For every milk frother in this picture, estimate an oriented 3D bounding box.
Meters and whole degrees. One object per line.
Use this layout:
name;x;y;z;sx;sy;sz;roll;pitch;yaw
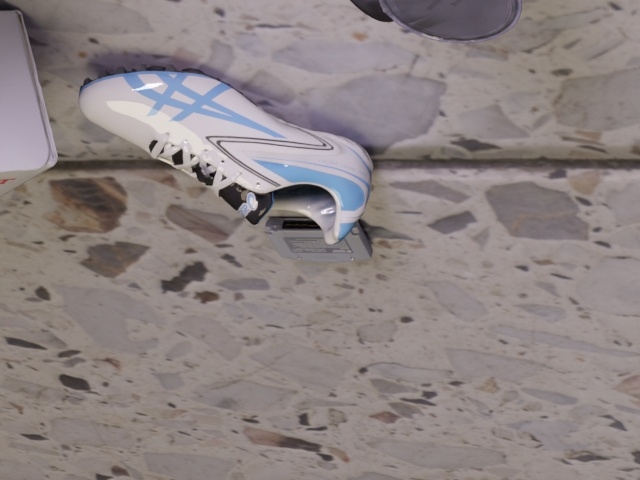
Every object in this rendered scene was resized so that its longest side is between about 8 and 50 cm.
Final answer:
milk frother;0.099;-0.174;1.139;0.143;0.135;0.129;23;151;-20

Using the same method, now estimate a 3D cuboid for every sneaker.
sneaker;-0.072;-0.066;1.463;0.237;0.086;0.085;20;153;-12

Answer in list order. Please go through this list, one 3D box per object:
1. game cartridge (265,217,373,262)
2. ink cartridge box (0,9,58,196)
game cartridge;0.000;0.000;1.632;0.083;0.017;0.056;1;147;20
ink cartridge box;-0.376;-0.062;1.448;0.223;0.129;0.307;-7;168;-40
